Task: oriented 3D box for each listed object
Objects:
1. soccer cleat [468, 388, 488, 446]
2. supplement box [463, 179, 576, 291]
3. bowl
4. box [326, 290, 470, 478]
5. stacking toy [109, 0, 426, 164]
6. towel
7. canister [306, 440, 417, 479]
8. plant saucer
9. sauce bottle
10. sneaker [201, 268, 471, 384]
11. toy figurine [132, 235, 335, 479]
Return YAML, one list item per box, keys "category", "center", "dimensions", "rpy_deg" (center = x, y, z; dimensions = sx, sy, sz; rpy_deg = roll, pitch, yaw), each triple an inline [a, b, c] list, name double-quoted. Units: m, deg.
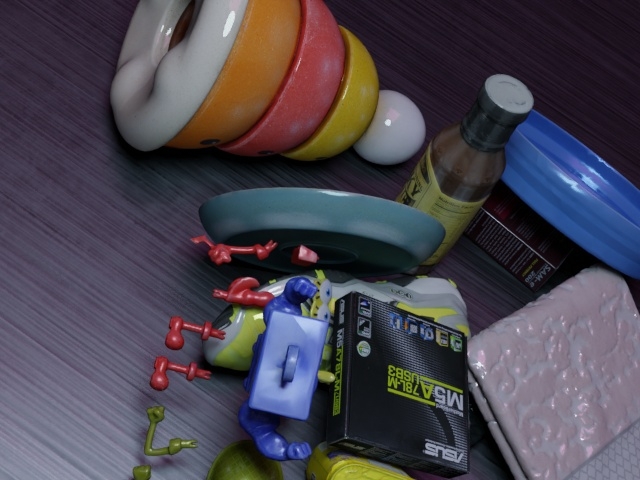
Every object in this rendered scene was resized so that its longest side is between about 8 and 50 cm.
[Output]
- category: "soccer cleat"
  center: [0.221, 0.202, 1.372]
  dimensions: [0.060, 0.072, 0.179]
  rpy_deg: [32, 49, 1]
- category: "supplement box"
  center: [0.290, -0.045, 1.591]
  dimensions: [0.239, 0.073, 0.130]
  rpy_deg: [41, 49, 10]
- category: "bowl"
  center: [0.396, -0.081, 1.558]
  dimensions: [0.391, 0.077, 0.391]
  rpy_deg: [32, 21, -14]
- category: "box"
  center: [0.097, 0.174, 1.206]
  dimensions: [0.191, 0.045, 0.184]
  rpy_deg: [23, 53, -29]
- category: "stacking toy"
  center: [-0.030, -0.227, 1.477]
  dimensions: [0.480, 0.350, 0.350]
  rpy_deg: [21, 47, -29]
- category: "towel"
  center: [0.366, 0.221, 1.378]
  dimensions: [0.332, 0.053, 0.317]
  rpy_deg: [-24, 85, -36]
- category: "canister"
  center: [0.053, 0.288, 1.164]
  dimensions: [0.126, 0.170, 0.073]
  rpy_deg: [20, 86, -7]
- category: "plant saucer"
  center: [0.000, 0.000, 1.289]
  dimensions: [0.318, 0.317, 0.043]
  rpy_deg: [10, 76, -17]
- category: "sauce bottle"
  center: [0.185, -0.087, 1.396]
  dimensions: [0.111, 0.344, 0.111]
  rpy_deg: [13, 49, -15]
- category: "sneaker"
  center: [0.039, 0.132, 1.298]
  dimensions: [0.385, 0.145, 0.147]
  rpy_deg: [-3, 56, -24]
- category: "toy figurine"
  center: [-0.078, 0.157, 1.089]
  dimensions: [0.191, 0.217, 0.362]
  rpy_deg: [18, 78, -12]
